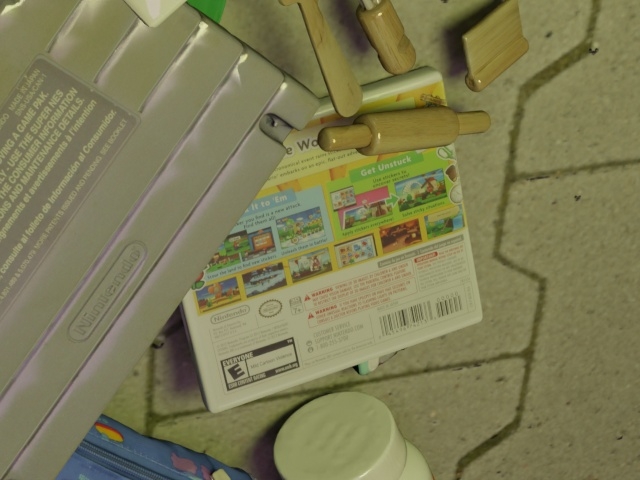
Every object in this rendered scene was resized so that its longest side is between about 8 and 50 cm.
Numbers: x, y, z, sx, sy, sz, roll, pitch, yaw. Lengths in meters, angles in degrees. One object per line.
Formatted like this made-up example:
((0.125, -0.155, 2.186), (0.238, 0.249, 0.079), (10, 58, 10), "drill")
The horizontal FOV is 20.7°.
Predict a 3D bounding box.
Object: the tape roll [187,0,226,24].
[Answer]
((-0.215, -0.174, 1.062), (0.321, 0.077, 0.321), (-13, 127, -18), "tape roll")

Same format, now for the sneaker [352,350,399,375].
((0.046, 0.054, 1.369), (0.069, 0.038, 0.098), (-26, 133, -14), "sneaker")

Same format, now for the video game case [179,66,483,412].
((0.000, 0.000, 1.287), (0.227, 0.026, 0.206), (-18, 114, -14), "video game case")

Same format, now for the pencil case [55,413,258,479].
((-0.169, 0.179, 1.289), (0.133, 0.119, 0.306), (-28, 137, 32), "pencil case")

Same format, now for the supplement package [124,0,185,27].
((-0.113, -0.279, 0.858), (0.177, 0.175, 0.293), (-40, 104, 10), "supplement package")

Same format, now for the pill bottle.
((0.044, 0.232, 1.429), (0.121, 0.121, 0.221), (-28, 129, -6), "pill bottle")

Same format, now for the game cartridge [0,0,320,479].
((-0.185, -0.004, 1.083), (0.230, 0.068, 0.355), (34, 94, -33), "game cartridge")

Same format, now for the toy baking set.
((0.050, -0.152, 1.199), (0.256, 0.030, 0.197), (-15, 113, -40), "toy baking set")
